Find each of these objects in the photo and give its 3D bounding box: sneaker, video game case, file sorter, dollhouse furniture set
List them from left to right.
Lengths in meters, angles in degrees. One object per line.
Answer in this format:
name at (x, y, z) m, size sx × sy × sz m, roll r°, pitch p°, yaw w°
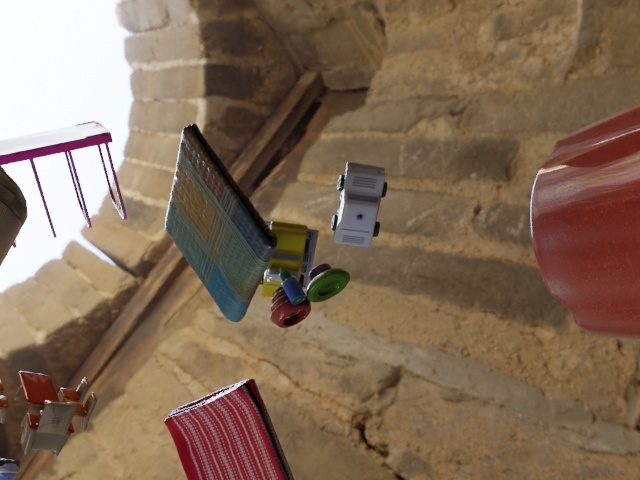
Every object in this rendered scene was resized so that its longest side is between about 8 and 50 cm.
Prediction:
sneaker at (-0.596, 0.442, 1.180) m, size 0.211 × 0.080 × 0.081 m, roll -35°, pitch -130°, yaw 25°
file sorter at (-0.543, -0.105, 1.301) m, size 0.291 × 0.182 × 0.202 m, roll -16°, pitch -158°, yaw -20°
dollhouse furniture set at (-0.667, 0.387, 1.621) m, size 0.259 × 0.262 × 0.135 m, roll 34°, pitch -78°, yaw 52°
video game case at (-0.093, 0.032, 1.562) m, size 0.019 × 0.157 × 0.143 m, roll -79°, pitch 180°, yaw -83°

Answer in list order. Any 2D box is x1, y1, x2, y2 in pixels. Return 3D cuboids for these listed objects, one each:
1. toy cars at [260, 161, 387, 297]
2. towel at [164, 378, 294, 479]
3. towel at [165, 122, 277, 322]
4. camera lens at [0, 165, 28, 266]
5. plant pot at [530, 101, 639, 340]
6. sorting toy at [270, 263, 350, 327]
toy cars at (0.000, 0.000, 1.411) m, size 0.394 × 0.176 × 0.087 m, roll -37°, pitch -157°, yaw 18°
towel at (-0.150, 0.341, 1.069) m, size 0.031 × 0.198 × 0.275 m, roll -15°, pitch 168°, yaw -43°
towel at (-0.193, -0.014, 1.249) m, size 0.040 × 0.271 × 0.370 m, roll -30°, pitch 166°, yaw -28°
camera lens at (-0.484, 0.014, 0.758) m, size 0.219 × 0.219 × 0.274 m, roll -2°, pitch -120°, yaw 41°
plant pot at (0.332, -0.024, 0.528) m, size 0.265 × 0.272 × 0.272 m, roll -15°, pitch -141°, yaw 58°
sorting toy at (-0.020, 0.051, 0.725) m, size 0.102 × 0.061 × 0.042 m, roll -40°, pitch -119°, yaw 15°
